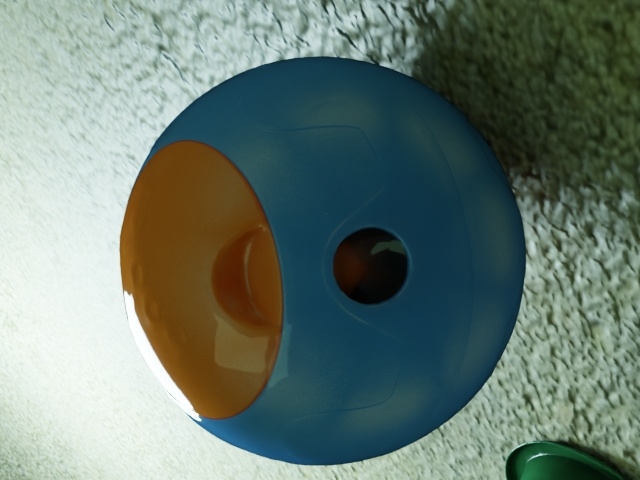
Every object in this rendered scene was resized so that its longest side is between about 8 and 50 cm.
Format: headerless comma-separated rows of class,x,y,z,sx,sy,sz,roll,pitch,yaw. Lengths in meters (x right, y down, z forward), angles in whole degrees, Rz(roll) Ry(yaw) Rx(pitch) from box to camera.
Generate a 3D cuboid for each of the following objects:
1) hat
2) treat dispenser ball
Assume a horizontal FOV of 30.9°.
hat,0.193,0.297,1.034,0.173,0.183,0.208,-8,122,52
treat dispenser ball,0.001,0.014,0.824,0.288,0.288,0.288,29,145,23
